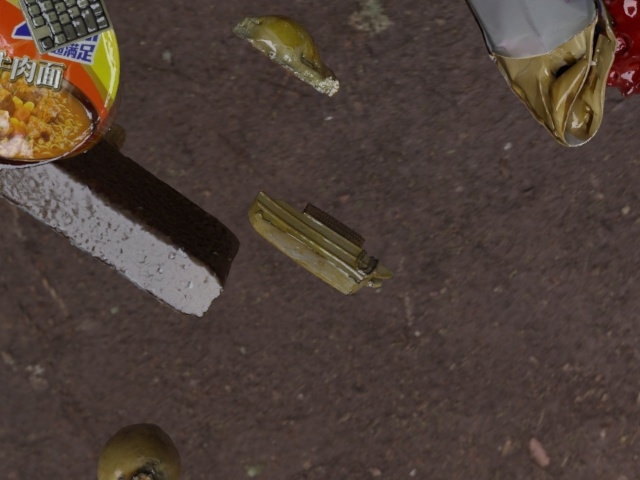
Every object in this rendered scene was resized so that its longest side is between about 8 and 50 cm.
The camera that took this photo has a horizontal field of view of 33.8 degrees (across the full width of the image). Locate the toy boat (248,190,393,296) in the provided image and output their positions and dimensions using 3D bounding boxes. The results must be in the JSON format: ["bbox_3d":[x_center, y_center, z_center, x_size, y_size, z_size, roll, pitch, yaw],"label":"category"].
[{"bbox_3d":[0.000,0.000,2.072,0.310,0.115,0.089,34,146,0],"label":"toy boat"}]

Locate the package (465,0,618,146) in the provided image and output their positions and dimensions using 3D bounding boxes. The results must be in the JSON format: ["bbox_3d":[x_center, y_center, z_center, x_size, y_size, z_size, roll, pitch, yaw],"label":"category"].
[{"bbox_3d":[0.289,-0.311,1.343,0.165,0.221,0.311,-32,44,23],"label":"package"}]

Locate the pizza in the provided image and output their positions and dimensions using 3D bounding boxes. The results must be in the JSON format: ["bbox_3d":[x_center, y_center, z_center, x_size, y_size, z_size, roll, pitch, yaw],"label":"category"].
[{"bbox_3d":[-0.035,-0.316,1.759,0.081,0.188,0.204,-56,31,9],"label":"pizza"}]

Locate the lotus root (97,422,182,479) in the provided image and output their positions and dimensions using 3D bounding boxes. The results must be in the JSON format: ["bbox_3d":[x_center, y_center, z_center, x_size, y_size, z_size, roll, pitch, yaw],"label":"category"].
[{"bbox_3d":[-0.271,0.345,1.579,0.125,0.221,0.118,7,98,-7],"label":"lotus root"}]

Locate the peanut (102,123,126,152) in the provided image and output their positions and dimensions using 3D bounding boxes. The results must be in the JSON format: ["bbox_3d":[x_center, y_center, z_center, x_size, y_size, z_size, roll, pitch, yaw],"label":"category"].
[{"bbox_3d":[-0.335,-0.141,1.647,0.053,0.113,0.054,6,139,5],"label":"peanut"}]

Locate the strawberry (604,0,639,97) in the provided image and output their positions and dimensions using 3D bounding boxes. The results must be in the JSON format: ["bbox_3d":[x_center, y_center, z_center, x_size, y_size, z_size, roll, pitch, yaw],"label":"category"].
[{"bbox_3d":[0.482,-0.377,1.416,0.345,0.317,0.295,86,162,-49],"label":"strawberry"}]

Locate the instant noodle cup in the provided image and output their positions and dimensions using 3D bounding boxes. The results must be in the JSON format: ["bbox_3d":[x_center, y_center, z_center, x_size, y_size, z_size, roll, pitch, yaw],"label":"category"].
[{"bbox_3d":[-0.308,-0.173,1.132,0.213,0.174,0.213,0,89,-2],"label":"instant noodle cup"}]

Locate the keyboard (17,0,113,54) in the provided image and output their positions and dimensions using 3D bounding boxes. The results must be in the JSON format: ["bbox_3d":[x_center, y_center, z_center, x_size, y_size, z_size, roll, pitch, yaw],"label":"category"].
[{"bbox_3d":[-0.166,-0.177,0.614,0.015,0.049,0.129,29,140,67],"label":"keyboard"}]

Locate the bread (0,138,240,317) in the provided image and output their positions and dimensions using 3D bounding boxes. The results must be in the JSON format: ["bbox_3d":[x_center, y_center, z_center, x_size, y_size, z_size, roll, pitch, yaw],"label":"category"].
[{"bbox_3d":[-0.311,-0.054,1.514,0.416,0.165,0.113,35,115,-6],"label":"bread"}]
